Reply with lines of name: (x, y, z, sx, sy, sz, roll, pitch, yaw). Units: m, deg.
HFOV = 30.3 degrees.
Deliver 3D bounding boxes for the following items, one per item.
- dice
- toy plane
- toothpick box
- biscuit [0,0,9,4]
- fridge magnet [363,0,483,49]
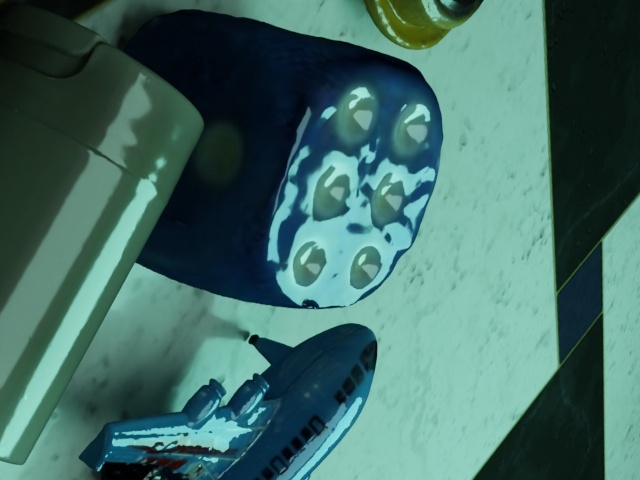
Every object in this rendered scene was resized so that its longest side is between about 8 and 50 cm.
dice: (-0.030, -0.047, 0.655, 0.146, 0.146, 0.143, 3, 106, -51)
toy plane: (-0.060, 0.151, 0.740, 0.271, 0.105, 0.254, -54, 143, -26)
toothpick box: (-0.139, -0.003, 0.540, 0.111, 0.111, 0.181, 41, 73, -54)
biscuit: (-0.165, -0.212, 0.462, 0.273, 0.049, 0.257, -36, 131, -46)
fridge magnet: (0.076, -0.200, 0.800, 0.143, 0.063, 0.143, -24, 121, -48)
